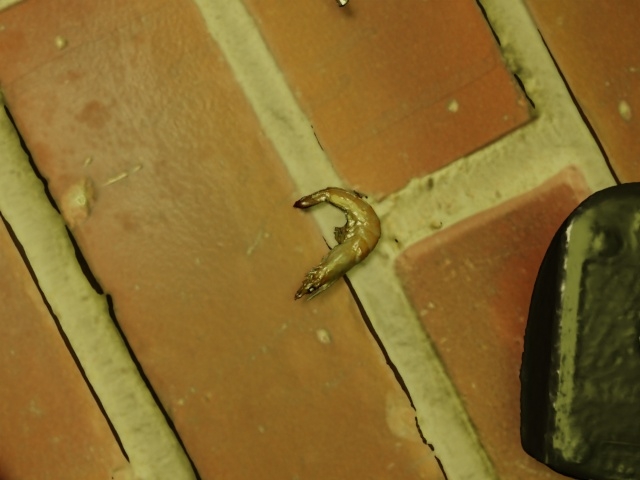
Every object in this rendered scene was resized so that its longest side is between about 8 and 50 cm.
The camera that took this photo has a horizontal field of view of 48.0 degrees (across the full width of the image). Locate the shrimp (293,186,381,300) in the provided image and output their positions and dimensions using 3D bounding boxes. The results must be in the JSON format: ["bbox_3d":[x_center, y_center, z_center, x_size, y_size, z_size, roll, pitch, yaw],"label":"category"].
[{"bbox_3d":[0.000,0.000,0.658,0.083,0.023,0.114,43,76,1],"label":"shrimp"}]

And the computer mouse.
[{"bbox_3d":[0.270,0.083,0.647,0.170,0.100,0.269,8,89,-2],"label":"computer mouse"}]

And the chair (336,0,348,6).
[{"bbox_3d":[0.001,-0.334,0.655,0.095,0.104,0.221,-31,92,8],"label":"chair"}]
